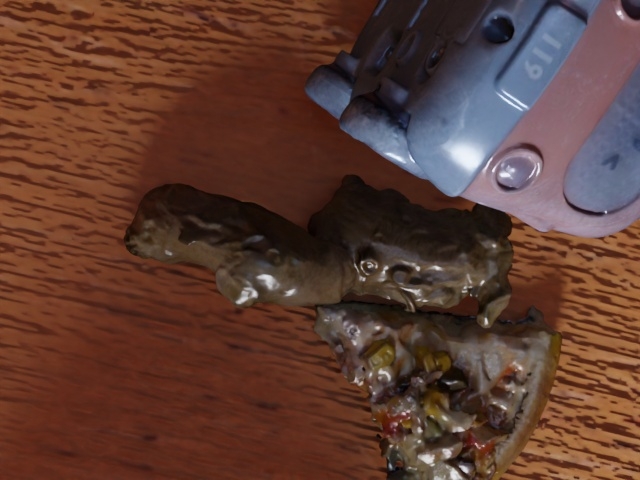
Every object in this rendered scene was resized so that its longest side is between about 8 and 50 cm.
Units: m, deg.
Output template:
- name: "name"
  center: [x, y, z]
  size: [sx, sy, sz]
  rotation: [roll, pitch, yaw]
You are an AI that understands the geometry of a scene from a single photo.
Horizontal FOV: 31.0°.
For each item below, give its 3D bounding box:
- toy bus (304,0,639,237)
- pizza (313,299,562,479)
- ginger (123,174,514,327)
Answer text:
- name: "toy bus"
  center: [0.145, -0.110, 0.782]
  size: [0.232, 0.294, 0.197]
  rotation: [31, 97, -18]
- name: "pizza"
  center: [0.079, 0.101, 0.875]
  size: [0.195, 0.052, 0.185]
  rotation: [33, 80, -5]
- name: "ginger"
  center: [0.002, 0.000, 0.847]
  size: [0.290, 0.084, 0.122]
  rotation: [3, 70, -8]
